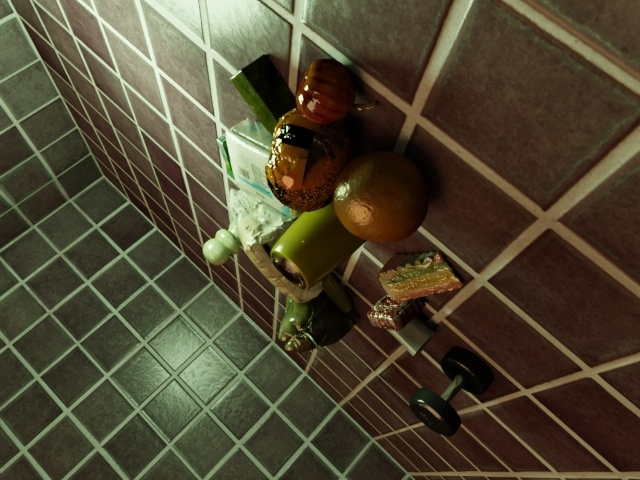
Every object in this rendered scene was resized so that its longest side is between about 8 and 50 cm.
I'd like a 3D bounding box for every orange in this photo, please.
[{"bbox_3d":[0.128,-0.088,1.067,0.206,0.206,0.206,39,157,20],"label":"orange"},{"bbox_3d":[-0.024,-0.181,1.150,0.182,0.235,0.234,7,150,5],"label":"orange"}]

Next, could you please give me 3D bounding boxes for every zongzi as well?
[{"bbox_3d":[-0.097,0.233,1.835,0.418,0.181,0.447,54,-162,17],"label":"zongzi"}]

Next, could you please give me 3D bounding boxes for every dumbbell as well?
[{"bbox_3d":[0.378,0.439,1.486,0.152,0.218,0.152,38,156,20],"label":"dumbbell"}]

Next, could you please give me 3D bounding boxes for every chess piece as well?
[{"bbox_3d":[-0.348,-0.005,2.010,0.144,0.251,0.144,38,156,20],"label":"chess piece"}]

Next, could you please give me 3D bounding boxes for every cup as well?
[{"bbox_3d":[0.278,0.274,1.560,0.129,0.095,0.128,43,-169,17],"label":"cup"}]

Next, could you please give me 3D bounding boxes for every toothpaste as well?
[{"bbox_3d":[-0.303,-0.281,1.730,0.037,0.043,0.179,37,157,29],"label":"toothpaste"}]

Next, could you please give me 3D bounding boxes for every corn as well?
[{"bbox_3d":[0.053,0.189,1.859,0.165,0.063,0.085,53,166,-26],"label":"corn"}]

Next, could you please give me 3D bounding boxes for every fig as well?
[{"bbox_3d":[0.022,-0.301,1.022,0.128,0.150,0.128,50,149,45],"label":"fig"}]

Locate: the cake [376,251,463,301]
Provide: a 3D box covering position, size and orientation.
[{"bbox_3d":[0.261,0.081,1.325,0.225,0.090,0.109,-21,110,47],"label":"cake"}]

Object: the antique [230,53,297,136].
[{"bbox_3d":[-0.113,-0.327,1.243,0.221,0.081,0.080,55,158,-19],"label":"antique"}]

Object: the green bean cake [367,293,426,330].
[{"bbox_3d":[0.217,0.196,1.474,0.135,0.135,0.056,-5,118,59],"label":"green bean cake"}]

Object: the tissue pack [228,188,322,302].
[{"bbox_3d":[-0.160,0.011,1.785,0.390,0.195,0.375,56,174,-32],"label":"tissue pack"}]

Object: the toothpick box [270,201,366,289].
[{"bbox_3d":[0.000,0.000,1.345,0.175,0.271,0.175,39,158,19],"label":"toothpick box"}]

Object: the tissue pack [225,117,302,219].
[{"bbox_3d":[-0.134,-0.203,1.415,0.271,0.124,0.202,32,141,37],"label":"tissue pack"}]
